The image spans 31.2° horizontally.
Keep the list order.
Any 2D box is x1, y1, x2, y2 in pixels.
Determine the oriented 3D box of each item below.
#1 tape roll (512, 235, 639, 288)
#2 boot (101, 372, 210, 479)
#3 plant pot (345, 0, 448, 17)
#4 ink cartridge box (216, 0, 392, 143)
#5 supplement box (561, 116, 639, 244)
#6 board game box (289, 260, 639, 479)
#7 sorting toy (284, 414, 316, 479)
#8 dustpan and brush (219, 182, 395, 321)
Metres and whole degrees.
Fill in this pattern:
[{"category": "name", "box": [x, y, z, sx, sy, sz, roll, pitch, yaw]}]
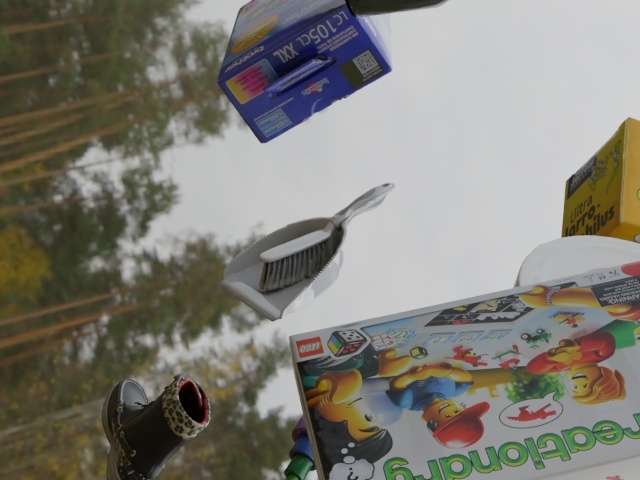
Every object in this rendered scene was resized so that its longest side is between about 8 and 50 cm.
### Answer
[{"category": "tape roll", "box": [0.356, 0.115, 1.345, 0.286, 0.286, 0.100, 56, -38, 45]}, {"category": "boot", "box": [-0.241, 0.254, 1.699, 0.178, 0.085, 0.236, -47, -151, 20]}, {"category": "plant pot", "box": [0.097, -0.385, 1.456, 0.167, 0.188, 0.188, 99, -19, -69]}, {"category": "ink cartridge box", "box": [-0.021, -0.337, 1.982, 0.151, 0.270, 0.395, 52, 21, -27]}, {"category": "supplement box", "box": [0.571, -0.009, 1.747, 0.194, 0.357, 0.195, 122, -17, -57]}, {"category": "board game box", "box": [0.141, 0.122, 0.876, 0.193, 0.305, 0.053, -107, -173, -50]}, {"category": "sorting toy", "box": [0.058, 0.403, 1.562, 0.127, 0.126, 0.365, -12, -57, 44]}, {"category": "dustpan and brush", "box": [0.000, 0.000, 1.257, 0.147, 0.211, 0.060, 28, -42, 56]}]
